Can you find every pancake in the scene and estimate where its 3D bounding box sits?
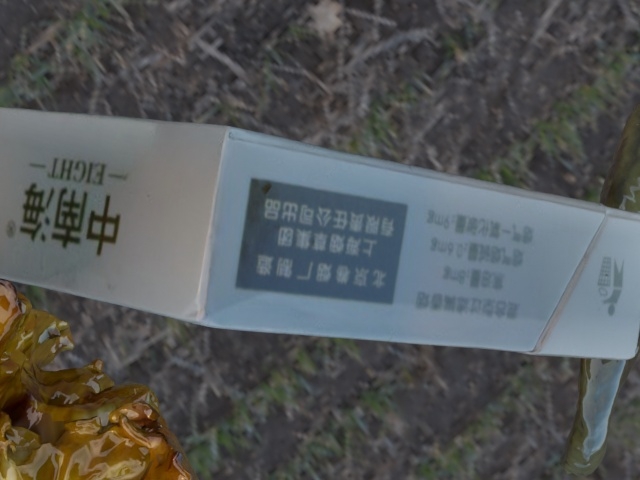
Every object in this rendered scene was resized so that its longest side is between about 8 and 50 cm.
[{"bbox_3d":[0.173,0.023,0.859,0.236,0.042,0.222,15,90,-76],"label":"pancake"}]

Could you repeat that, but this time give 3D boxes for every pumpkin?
[{"bbox_3d":[-0.211,0.168,0.952,0.256,0.303,0.225,-36,174,-3],"label":"pumpkin"}]

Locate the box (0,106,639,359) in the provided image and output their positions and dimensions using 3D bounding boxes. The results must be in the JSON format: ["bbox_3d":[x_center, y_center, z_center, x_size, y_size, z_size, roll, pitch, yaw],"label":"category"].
[{"bbox_3d":[0.000,0.000,0.600,0.243,0.155,0.067,8,92,-44],"label":"box"}]
